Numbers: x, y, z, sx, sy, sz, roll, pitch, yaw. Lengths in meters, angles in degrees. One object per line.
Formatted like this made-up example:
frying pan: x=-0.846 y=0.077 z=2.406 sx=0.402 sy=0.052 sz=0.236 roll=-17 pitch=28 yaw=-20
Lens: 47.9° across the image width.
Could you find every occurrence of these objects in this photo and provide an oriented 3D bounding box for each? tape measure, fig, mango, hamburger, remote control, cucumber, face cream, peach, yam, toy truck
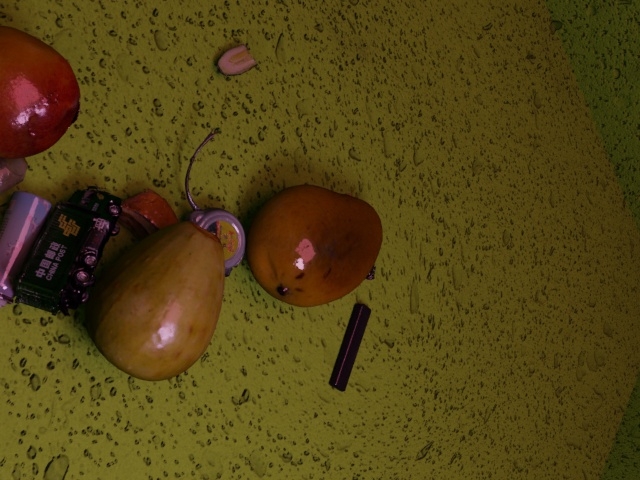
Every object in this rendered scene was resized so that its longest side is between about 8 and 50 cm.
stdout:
tape measure: x=-0.244 y=-0.081 z=1.636 sx=0.164 sy=0.084 sz=0.330 roll=7 pitch=84 yaw=-46
fig: x=-0.309 y=0.115 z=1.437 sx=0.258 sy=0.258 sz=0.326 roll=42 pitch=73 yaw=-34
mango: x=0.000 y=0.000 z=1.789 sx=0.445 sy=0.220 sz=0.301 roll=-26 pitch=101 yaw=-52
hamburger: x=-0.349 y=-0.051 z=1.533 sx=0.176 sy=0.087 sz=0.102 roll=44 pitch=61 yaw=-31
remote control: x=0.085 y=0.292 z=1.977 sx=0.063 sy=0.025 sz=0.245 roll=37 pitch=64 yaw=-41
cucumber: x=-0.209 y=-0.422 z=1.723 sx=0.107 sy=0.035 sz=0.067 roll=-36 pitch=94 yaw=-38
face cream: x=-0.570 y=0.026 z=1.326 sx=0.075 sy=0.075 sz=0.229 roll=29 pitch=69 yaw=-39
peach: x=-0.545 y=-0.258 z=1.269 sx=0.231 sy=0.231 sz=0.231 roll=3 pitch=86 yaw=-44
yam: x=-0.595 y=-0.115 z=1.312 sx=0.146 sy=0.070 sz=0.069 roll=-44 pitch=117 yaw=-35
toy truck: x=-0.467 y=0.014 z=1.365 sx=0.121 sy=0.088 sz=0.259 roll=20 pitch=49 yaw=-9

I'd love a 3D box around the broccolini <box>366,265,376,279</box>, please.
broccolini: x=0.069 y=0.082 z=1.947 sx=0.201 sy=0.074 sz=0.058 roll=-4 pitch=108 yaw=-42
